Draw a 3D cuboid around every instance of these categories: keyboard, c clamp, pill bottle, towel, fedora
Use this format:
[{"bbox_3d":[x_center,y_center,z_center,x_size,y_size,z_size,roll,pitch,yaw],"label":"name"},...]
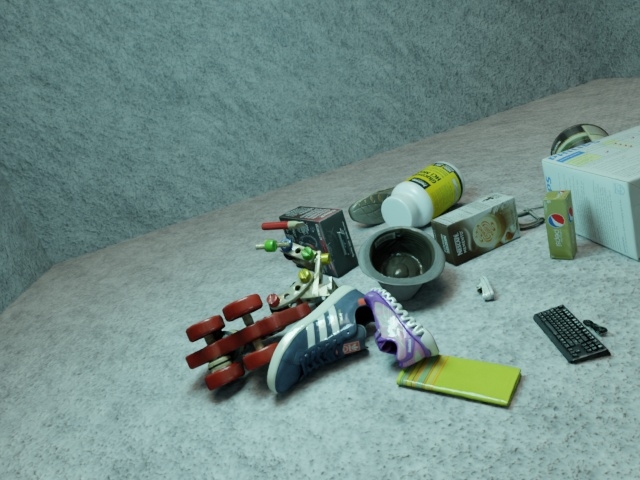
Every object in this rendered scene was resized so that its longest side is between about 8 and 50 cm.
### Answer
[{"bbox_3d":[0.536,0.188,0.984,0.108,0.023,0.180,-16,20,6],"label":"keyboard"},{"bbox_3d":[0.696,-0.080,1.559,0.137,0.022,0.160,-13,20,13],"label":"c clamp"},{"bbox_3d":[0.395,-0.166,1.808,0.334,0.187,0.188,-32,24,-34],"label":"pill bottle"},{"bbox_3d":[0.280,0.283,0.963,0.237,0.021,0.102,-1,29,40],"label":"towel"},{"bbox_3d":[0.232,0.079,1.348,0.244,0.124,0.275,-5,38,3],"label":"fedora"}]

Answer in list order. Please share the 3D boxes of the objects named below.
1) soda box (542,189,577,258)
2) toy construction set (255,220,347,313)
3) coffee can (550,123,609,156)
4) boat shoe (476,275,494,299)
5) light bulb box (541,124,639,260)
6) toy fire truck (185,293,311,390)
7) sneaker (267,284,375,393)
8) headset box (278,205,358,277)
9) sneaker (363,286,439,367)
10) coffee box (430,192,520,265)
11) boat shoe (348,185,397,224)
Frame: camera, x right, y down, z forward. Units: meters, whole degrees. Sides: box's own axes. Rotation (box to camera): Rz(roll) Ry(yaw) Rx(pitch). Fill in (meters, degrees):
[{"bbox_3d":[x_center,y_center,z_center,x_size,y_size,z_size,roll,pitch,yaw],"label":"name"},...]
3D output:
[{"bbox_3d":[0.647,-0.041,1.259,0.058,0.181,0.061,1,27,42],"label":"soda box"},{"bbox_3d":[-0.033,0.081,1.399,0.238,0.308,0.257,-4,32,23],"label":"toy construction set"},{"bbox_3d":[0.923,-0.276,1.618,0.202,0.201,0.275,-9,22,24],"label":"coffee can"},{"bbox_3d":[0.428,0.125,1.231,0.035,0.035,0.100,-12,27,9],"label":"boat shoe"},{"bbox_3d":[0.886,-0.154,1.287,0.358,0.225,0.361,-19,19,-1],"label":"light bulb box"},{"bbox_3d":[-0.191,0.256,1.240,0.302,0.169,0.254,-29,-11,19],"label":"toy fire truck"},{"bbox_3d":[0.025,0.249,1.134,0.148,0.131,0.350,25,53,32],"label":"sneaker"},{"bbox_3d":[0.000,0.000,1.667,0.110,0.217,0.293,-30,22,-29],"label":"headset box"},{"bbox_3d":[0.159,0.201,1.072,0.105,0.095,0.236,-37,42,-7],"label":"sneaker"},{"bbox_3d":[0.485,-0.037,1.458,0.247,0.141,0.098,-24,21,-12],"label":"coffee box"},{"bbox_3d":[0.268,-0.153,2.013,0.356,0.132,0.130,-17,8,-23],"label":"boat shoe"}]
